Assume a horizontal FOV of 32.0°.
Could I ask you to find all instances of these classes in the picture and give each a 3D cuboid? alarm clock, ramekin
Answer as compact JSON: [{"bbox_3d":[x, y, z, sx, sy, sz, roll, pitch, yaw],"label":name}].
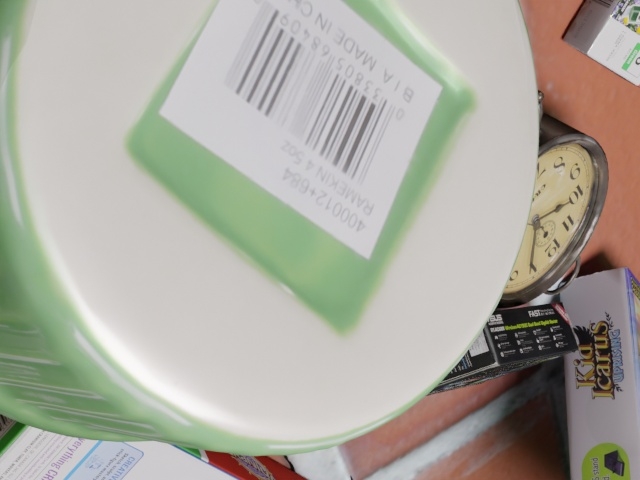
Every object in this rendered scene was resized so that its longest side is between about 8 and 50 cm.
[{"bbox_3d":[0.141,-0.013,0.772,0.129,0.064,0.192,-49,137,-5],"label":"alarm clock"},{"bbox_3d":[-0.043,-0.050,0.497,0.303,0.148,0.304,-1,92,-37],"label":"ramekin"}]

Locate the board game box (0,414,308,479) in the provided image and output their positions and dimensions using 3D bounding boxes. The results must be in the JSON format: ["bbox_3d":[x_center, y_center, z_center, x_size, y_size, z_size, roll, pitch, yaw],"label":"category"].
[{"bbox_3d":[-0.145,0.225,0.751,0.242,0.064,0.316,-47,132,3],"label":"board game box"}]

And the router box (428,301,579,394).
[{"bbox_3d":[0.111,0.077,0.780,0.092,0.038,0.122,-27,164,35],"label":"router box"}]

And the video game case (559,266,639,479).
[{"bbox_3d":[0.274,0.191,0.886,0.061,0.244,0.269,-17,140,30],"label":"video game case"}]

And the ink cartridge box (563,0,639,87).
[{"bbox_3d":[0.224,-0.139,0.767,0.115,0.029,0.063,20,107,-39],"label":"ink cartridge box"}]
